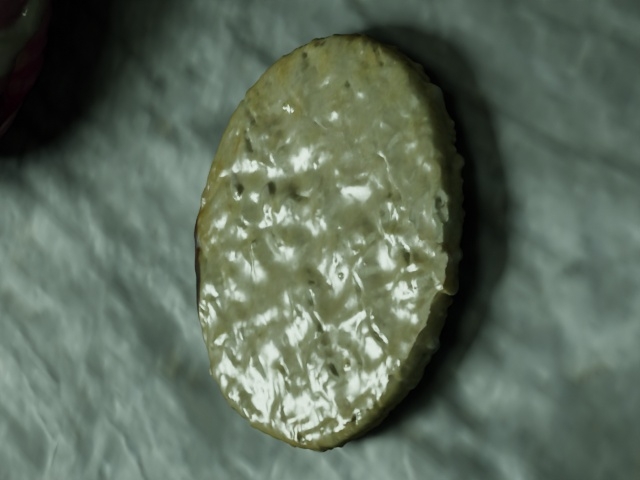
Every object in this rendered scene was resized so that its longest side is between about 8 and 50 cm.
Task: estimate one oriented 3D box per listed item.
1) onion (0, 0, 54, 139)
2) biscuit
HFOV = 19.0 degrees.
[{"bbox_3d":[-0.190,-0.112,0.684,0.230,0.163,0.230,5,97,50],"label":"onion"},{"bbox_3d":[0.000,0.000,0.537,0.120,0.015,0.120,-12,75,51],"label":"biscuit"}]
